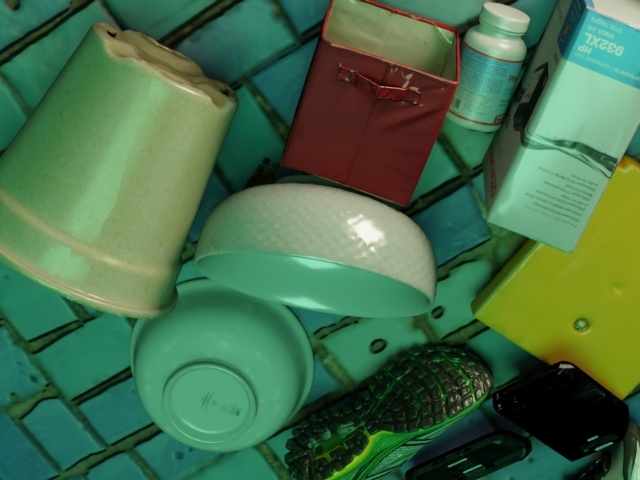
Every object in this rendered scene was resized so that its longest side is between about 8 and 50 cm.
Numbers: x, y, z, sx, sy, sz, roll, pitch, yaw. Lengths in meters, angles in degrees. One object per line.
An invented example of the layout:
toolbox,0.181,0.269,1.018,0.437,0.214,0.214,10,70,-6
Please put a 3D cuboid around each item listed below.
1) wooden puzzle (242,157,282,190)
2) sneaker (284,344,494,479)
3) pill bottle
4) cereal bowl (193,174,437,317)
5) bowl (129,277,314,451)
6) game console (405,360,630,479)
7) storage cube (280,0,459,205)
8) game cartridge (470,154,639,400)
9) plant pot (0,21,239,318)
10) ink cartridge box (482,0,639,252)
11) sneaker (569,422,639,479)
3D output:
wooden puzzle,-0.081,-0.081,1.849,0.049,0.006,0.083,31,114,-10
sneaker,0.115,0.280,1.960,0.343,0.134,0.146,-29,146,10
pill bottle,0.227,-0.235,1.704,0.087,0.087,0.160,16,116,-3
cereal bowl,0.000,0.000,1.744,0.338,0.339,0.141,9,76,1
bowl,-0.162,0.218,1.931,0.297,0.134,0.298,2,116,5
game console,0.284,0.306,1.935,0.361,0.044,0.213,-30,134,27
storage cube,0.066,-0.191,1.674,0.183,0.215,0.193,18,122,-4
game cartridge,0.428,0.059,1.842,0.285,0.053,0.324,33,112,-16
plant pot,-0.276,-0.113,1.705,0.333,0.334,0.306,28,103,-8
ink cartridge box,0.329,-0.173,1.649,0.129,0.223,0.308,20,116,-4
sneaker,0.433,0.400,1.987,0.108,0.100,0.272,21,116,0
